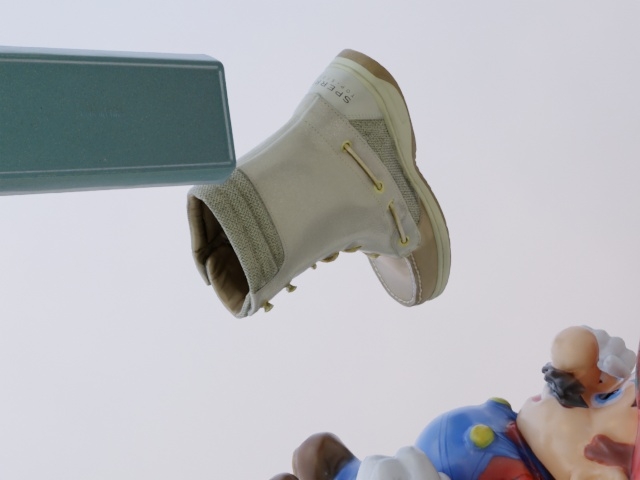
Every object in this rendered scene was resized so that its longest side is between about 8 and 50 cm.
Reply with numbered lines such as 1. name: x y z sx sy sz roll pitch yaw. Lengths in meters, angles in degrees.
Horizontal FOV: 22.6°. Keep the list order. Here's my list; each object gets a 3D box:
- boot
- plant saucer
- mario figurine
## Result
1. boot: 0.000 0.000 1.061 0.165 0.077 0.213 -42 -44 -23
2. plant saucer: -0.104 -0.056 0.731 0.192 0.018 0.067 -6 -91 -54
3. mario figurine: 0.116 0.121 1.064 0.198 0.320 0.170 -88 -26 -43
